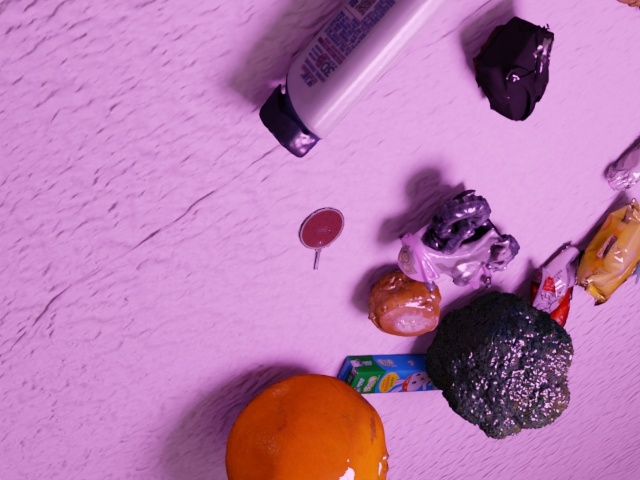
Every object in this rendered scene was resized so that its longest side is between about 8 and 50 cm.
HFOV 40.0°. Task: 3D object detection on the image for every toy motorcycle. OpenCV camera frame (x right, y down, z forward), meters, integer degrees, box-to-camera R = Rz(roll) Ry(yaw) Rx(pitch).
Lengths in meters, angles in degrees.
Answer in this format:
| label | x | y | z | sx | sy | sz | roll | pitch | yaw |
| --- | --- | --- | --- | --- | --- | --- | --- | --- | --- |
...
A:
| label | x | y | z | sx | sy | sz | roll | pitch | yaw |
| --- | --- | --- | --- | --- | --- | --- | --- | --- | --- |
| toy motorcycle | 0.247 | 0.018 | 1.575 | 0.188 | 0.143 | 0.327 | -35 | 152 | 11 |

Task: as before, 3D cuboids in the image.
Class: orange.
| label | x | y | z | sx | sy | sz | roll | pitch | yaw |
| --- | --- | --- | --- | --- | --- | --- | --- | --- | --- |
| orange | -0.024 | 0.394 | 1.596 | 0.312 | 0.312 | 0.312 | -17 | 133 | -19 |

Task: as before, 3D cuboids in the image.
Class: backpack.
| label | x | y | z | sx | sy | sz | roll | pitch | yaw |
| --- | --- | --- | --- | --- | --- | --- | --- | --- | --- |
| backpack | 0.300 | -0.263 | 1.386 | 0.120 | 0.105 | 0.165 | -51 | 156 | -16 |

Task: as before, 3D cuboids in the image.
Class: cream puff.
| label | x | y | z | sx | sy | sz | roll | pitch | yaw |
| --- | --- | --- | --- | --- | --- | --- | --- | --- | --- |
| cream puff | 0.154 | 0.111 | 1.607 | 0.143 | 0.103 | 0.126 | 22 | 132 | -28 |

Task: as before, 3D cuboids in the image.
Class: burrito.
| label | x | y | z | sx | sy | sz | roll | pitch | yaw |
| --- | --- | --- | --- | --- | --- | --- | --- | --- | --- |
| burrito | 0.636 | -0.173 | 1.702 | 0.203 | 0.064 | 0.064 | -45 | 136 | 8 |

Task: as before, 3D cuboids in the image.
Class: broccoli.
| label | x | y | z | sx | sy | sz | roll | pitch | yaw |
| --- | --- | --- | --- | --- | --- | --- | --- | --- | --- |
| broccoli | 0.356 | 0.249 | 1.744 | 0.297 | 0.298 | 0.297 | -34 | 151 | -3 |

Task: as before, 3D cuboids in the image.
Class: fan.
| label | x | y | z | sx | sy | sz | roll | pitch | yaw |
| --- | --- | --- | --- | --- | --- | --- | --- | --- | --- |
| fan | 0.000 | 0.000 | 1.489 | 0.085 | 0.005 | 0.133 | -11 | 130 | -25 |

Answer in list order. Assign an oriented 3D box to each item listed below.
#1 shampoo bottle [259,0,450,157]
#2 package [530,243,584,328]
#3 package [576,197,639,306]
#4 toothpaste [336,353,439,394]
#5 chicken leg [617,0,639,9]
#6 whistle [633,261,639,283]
| label | x | y | z | sx | sy | sz | roll | pitch | yaw |
| --- | --- | --- | --- | --- | --- | --- | --- | --- | --- |
| shampoo bottle | 0.057 | -0.278 | 1.196 | 0.359 | 0.134 | 0.078 | -47 | 136 | 14 |
| package | 0.479 | 0.134 | 1.860 | 0.194 | 0.071 | 0.270 | -24 | 140 | -24 |
| package | 0.609 | 0.025 | 1.818 | 0.226 | 0.090 | 0.168 | -56 | 145 | 2 |
| toothpaste | 0.160 | 0.270 | 1.784 | 0.266 | 0.050 | 0.065 | 4 | 126 | -34 |
| chicken leg | 0.509 | -0.412 | 1.412 | 0.103 | 0.088 | 0.227 | -49 | 142 | -1 |
| whistle | 0.720 | 0.017 | 1.930 | 0.039 | 0.039 | 0.186 | -16 | 132 | -20 |
